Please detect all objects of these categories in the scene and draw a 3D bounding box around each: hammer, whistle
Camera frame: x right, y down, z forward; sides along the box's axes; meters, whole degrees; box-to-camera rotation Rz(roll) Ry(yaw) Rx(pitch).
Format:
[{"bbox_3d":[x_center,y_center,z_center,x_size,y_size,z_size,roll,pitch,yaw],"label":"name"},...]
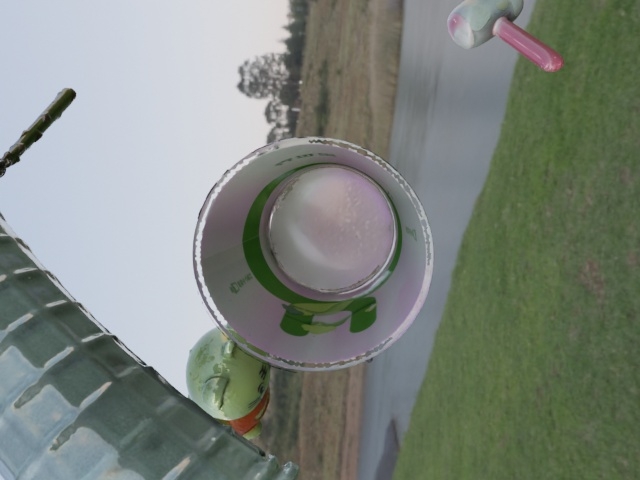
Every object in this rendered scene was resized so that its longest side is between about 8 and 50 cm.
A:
[{"bbox_3d":[0.123,-0.132,0.392,0.083,0.052,0.031,50,175,32],"label":"hammer"},{"bbox_3d":[-0.121,0.202,0.811,0.288,0.106,0.131,101,-177,-52],"label":"whistle"}]

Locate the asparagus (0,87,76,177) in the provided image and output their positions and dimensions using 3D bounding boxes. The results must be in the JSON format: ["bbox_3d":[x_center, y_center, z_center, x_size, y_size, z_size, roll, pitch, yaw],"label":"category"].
[{"bbox_3d":[-0.348,-0.129,0.739,0.025,0.024,0.248,54,-158,-28],"label":"asparagus"}]

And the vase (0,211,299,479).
[{"bbox_3d":[-0.168,0.088,0.375,0.143,0.299,0.143,-46,-8,-9],"label":"vase"}]

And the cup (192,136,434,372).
[{"bbox_3d":[0.000,0.000,0.760,0.274,0.253,0.253,-62,-22,-81],"label":"cup"}]
